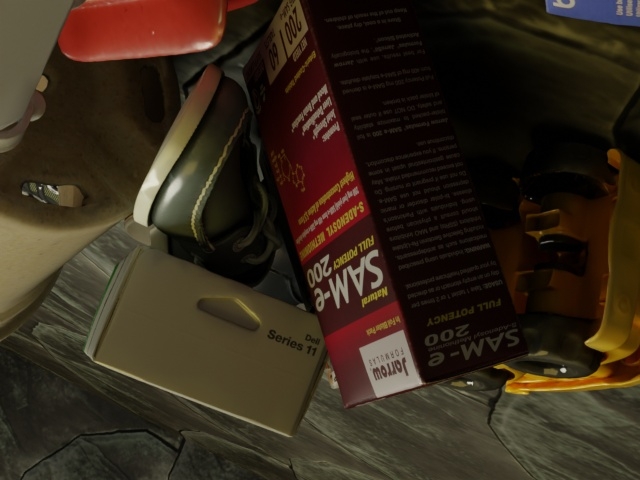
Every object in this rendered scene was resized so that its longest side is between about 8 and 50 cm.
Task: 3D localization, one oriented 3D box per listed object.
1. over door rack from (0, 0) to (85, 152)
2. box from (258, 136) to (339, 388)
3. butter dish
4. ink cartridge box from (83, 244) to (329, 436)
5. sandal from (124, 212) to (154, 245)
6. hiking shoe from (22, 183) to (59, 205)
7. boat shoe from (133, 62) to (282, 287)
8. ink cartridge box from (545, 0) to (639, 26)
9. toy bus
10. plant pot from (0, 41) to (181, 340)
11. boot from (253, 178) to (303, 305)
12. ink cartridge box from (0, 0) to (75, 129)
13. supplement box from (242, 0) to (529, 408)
[{"bbox_3d":[-0.215,-0.235,0.455,0.324,0.108,0.239,44,132,3],"label":"over door rack"},{"bbox_3d":[0.000,0.000,0.719,0.036,0.207,0.114,-14,161,-12],"label":"box"},{"bbox_3d":[-0.071,-0.181,0.505,0.160,0.118,0.160,7,106,44],"label":"butter dish"},{"bbox_3d":[-0.094,0.075,0.714,0.153,0.087,0.208,23,169,-12],"label":"ink cartridge box"},{"bbox_3d":[-0.135,0.019,1.059,0.219,0.060,0.090,21,156,17],"label":"sandal"},{"bbox_3d":[-0.300,-0.091,1.016,0.227,0.086,0.114,35,144,-30],"label":"hiking shoe"},{"bbox_3d":[-0.066,-0.030,0.686,0.099,0.116,0.319,28,164,-1],"label":"boat shoe"},{"bbox_3d":[0.226,-0.137,0.316,0.311,0.065,0.186,14,153,26],"label":"ink cartridge box"},{"bbox_3d":[0.184,0.047,0.670,0.211,0.149,0.220,24,158,-25],"label":"toy bus"},{"bbox_3d":[-0.282,-0.082,0.744,0.334,0.334,0.305,40,143,-27],"label":"plant pot"},{"bbox_3d":[0.000,0.065,0.923,0.207,0.094,0.246,30,141,2],"label":"boot"},{"bbox_3d":[-0.214,-0.180,0.335,0.278,0.117,0.201,45,134,2],"label":"ink cartridge box"},{"bbox_3d":[0.030,-0.027,0.573,0.130,0.073,0.239,140,115,-66],"label":"supplement box"}]
